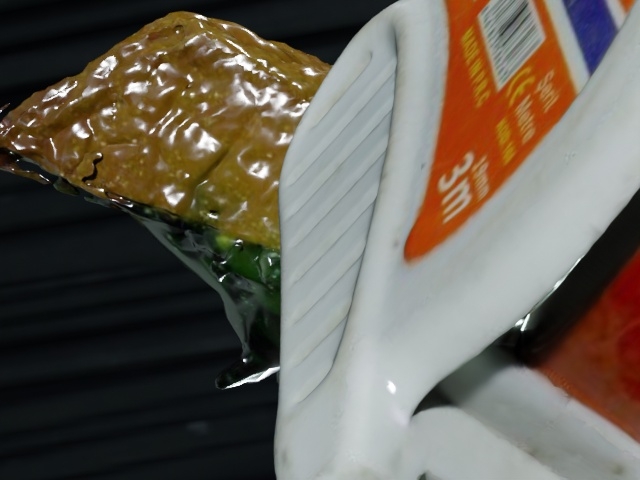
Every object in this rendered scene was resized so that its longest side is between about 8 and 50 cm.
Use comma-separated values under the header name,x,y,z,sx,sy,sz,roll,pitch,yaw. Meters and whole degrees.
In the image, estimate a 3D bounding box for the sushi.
name,x,y,z,sx,sy,sz,roll,pitch,yaw
sushi,0.000,-0.001,0.882,0.287,0.140,0.149,17,26,-38

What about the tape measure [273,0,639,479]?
name,x,y,z,sx,sy,sz,roll,pitch,yaw
tape measure,0.089,-0.017,0.652,0.130,0.265,0.258,36,21,-18
